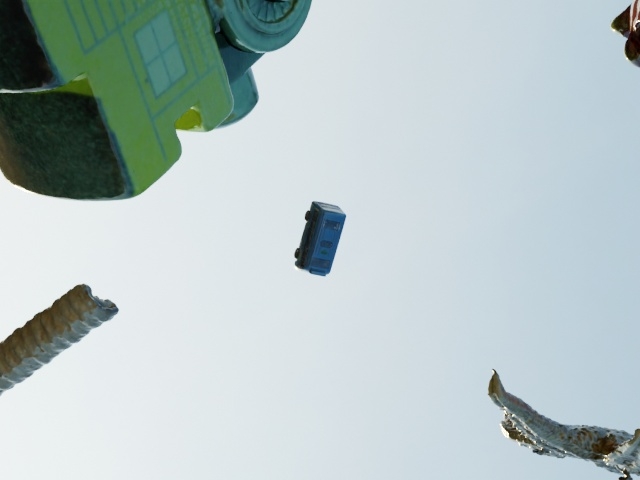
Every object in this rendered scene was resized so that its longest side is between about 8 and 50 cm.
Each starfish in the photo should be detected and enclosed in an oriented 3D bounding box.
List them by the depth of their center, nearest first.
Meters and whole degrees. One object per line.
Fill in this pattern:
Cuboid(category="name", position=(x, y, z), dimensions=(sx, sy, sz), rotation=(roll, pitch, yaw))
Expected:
Cuboid(category="starfish", position=(0.203, 0.163, 1.195), dimensions=(0.247, 0.138, 0.050), rotation=(62, 49, -73))

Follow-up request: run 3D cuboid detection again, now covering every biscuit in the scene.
Cuboid(category="biscuit", position=(-0.326, 0.121, 1.676), dimensions=(0.219, 0.061, 0.055), rotation=(-35, -136, 21))

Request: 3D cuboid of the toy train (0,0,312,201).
Cuboid(category="toy train", position=(-0.163, -0.235, 0.940), dimensions=(0.179, 0.442, 0.272), rotation=(8, -141, 35))

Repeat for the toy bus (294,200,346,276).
Cuboid(category="toy bus", position=(0.000, 0.000, 1.695), dimensions=(0.046, 0.038, 0.083), rotation=(-138, -118, -64))

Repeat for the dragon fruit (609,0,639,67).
Cuboid(category="dragon fruit", position=(0.349, -0.217, 1.402), dimensions=(0.142, 0.138, 0.175), rotation=(-33, 178, 14))
